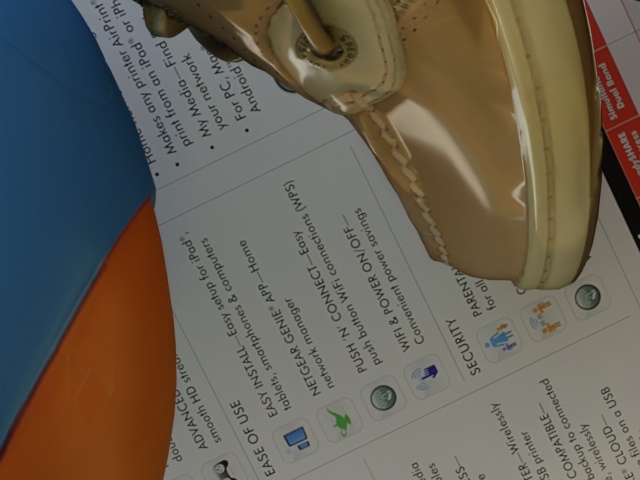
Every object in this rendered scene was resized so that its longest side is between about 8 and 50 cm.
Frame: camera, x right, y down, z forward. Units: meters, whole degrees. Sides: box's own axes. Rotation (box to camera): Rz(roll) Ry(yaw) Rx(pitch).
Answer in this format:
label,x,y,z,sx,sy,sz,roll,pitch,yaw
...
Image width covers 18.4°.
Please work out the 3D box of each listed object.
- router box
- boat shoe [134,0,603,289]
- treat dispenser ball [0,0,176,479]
label,x,y,z,sx,sy,sz,roll,pitch,yaw
router box,0.000,0.000,0.658,0.301,0.335,0.082,-25,9,1
boat shoe,-0.004,-0.102,0.474,0.341,0.110,0.121,67,-168,-48
treat dispenser ball,-0.176,0.025,0.457,0.288,0.288,0.288,-42,-35,-39
